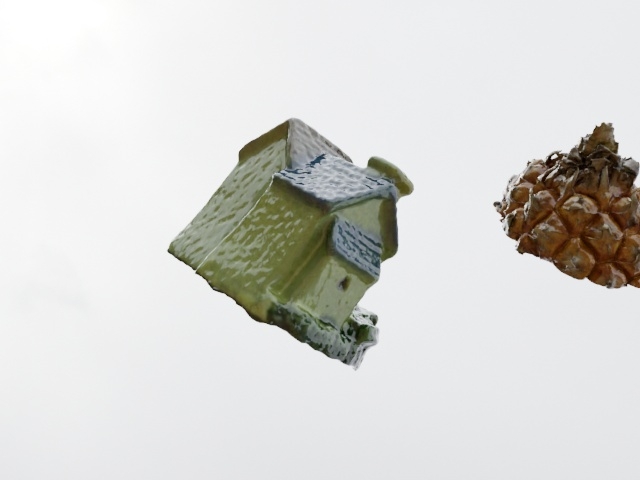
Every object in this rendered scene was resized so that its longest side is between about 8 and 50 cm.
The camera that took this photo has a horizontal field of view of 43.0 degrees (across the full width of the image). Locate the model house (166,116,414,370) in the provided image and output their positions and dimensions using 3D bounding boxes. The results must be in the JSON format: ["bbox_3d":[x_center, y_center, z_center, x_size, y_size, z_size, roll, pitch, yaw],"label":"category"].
[{"bbox_3d":[0.000,0.000,0.796,0.195,0.189,0.214,31,-2,-38],"label":"model house"}]

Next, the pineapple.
[{"bbox_3d":[0.309,-0.046,0.967,0.250,0.140,0.164,43,-43,30],"label":"pineapple"}]
